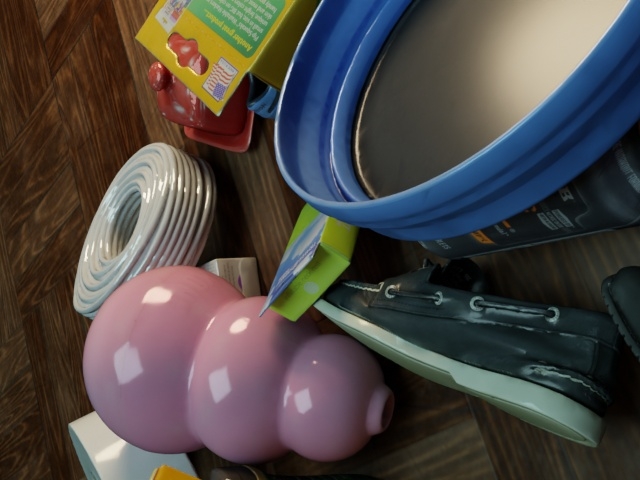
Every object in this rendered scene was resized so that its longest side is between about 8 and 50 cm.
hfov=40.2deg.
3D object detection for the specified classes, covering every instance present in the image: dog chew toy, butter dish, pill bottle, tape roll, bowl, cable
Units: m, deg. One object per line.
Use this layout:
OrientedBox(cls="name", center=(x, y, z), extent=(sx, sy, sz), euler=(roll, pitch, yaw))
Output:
OrientedBox(cls="dog chew toy", center=(-0.084, 0.143, 0.931), extent=(0.332, 0.206, 0.206), euler=(10, 99, 23))
OrientedBox(cls="butter dish", center=(-0.159, -0.200, 1.094), extent=(0.160, 0.118, 0.160), euler=(22, 106, 48))
OrientedBox(cls="pill bottle", center=(0.184, -0.065, 0.681), extent=(0.246, 0.130, 0.130), euler=(-15, 79, 49))
OrientedBox(cls="tape roll", center=(-0.211, 0.335, 1.093), extent=(0.286, 0.100, 0.286), euler=(47, 150, 38))
OrientedBox(cls="bowl", center=(0.121, -0.174, 0.670), extent=(0.391, 0.077, 0.391), euler=(-35, 37, 31))
OrientedBox(cls="cable", center=(-0.235, -0.005, 1.148), extent=(0.257, 0.089, 0.257), euler=(-61, 31, 4))

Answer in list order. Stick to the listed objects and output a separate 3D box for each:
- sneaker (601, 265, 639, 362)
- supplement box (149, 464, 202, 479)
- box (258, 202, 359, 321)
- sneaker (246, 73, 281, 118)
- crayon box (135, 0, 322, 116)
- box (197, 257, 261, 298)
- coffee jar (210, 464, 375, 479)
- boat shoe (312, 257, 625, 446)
OrientedBox(cls="sneaker", center=(0.326, 0.104, 0.547), extent=(0.146, 0.122, 0.330), euler=(-51, 51, 15))
OrientedBox(cls="supplement box", center=(-0.032, 0.384, 0.746), extent=(0.195, 0.356, 0.194), euler=(-73, 7, -62))
OrientedBox(cls="box", center=(0.000, 0.000, 0.889), extent=(0.109, 0.042, 0.178), euler=(-49, 14, 38))
OrientedBox(cls="sneaker", center=(-0.049, -0.244, 0.994), extent=(0.069, 0.082, 0.209), euler=(6, 94, 52))
OrientedBox(cls="crayon box", center=(-0.039, -0.291, 0.909), extent=(0.323, 0.083, 0.203), euler=(-54, 49, 11))
OrientedBox(cls="box", center=(-0.198, 0.091, 1.187), extent=(0.324, 0.063, 0.067), euler=(-23, 73, 48))
OrientedBox(cls="coffee jar", center=(-0.029, 0.282, 0.888), extent=(0.079, 0.184, 0.096), euler=(3, 81, 64))
OrientedBox(cls="boat shoe", center=(0.122, 0.070, 0.776), extent=(0.340, 0.127, 0.113), euler=(15, 74, 59))
